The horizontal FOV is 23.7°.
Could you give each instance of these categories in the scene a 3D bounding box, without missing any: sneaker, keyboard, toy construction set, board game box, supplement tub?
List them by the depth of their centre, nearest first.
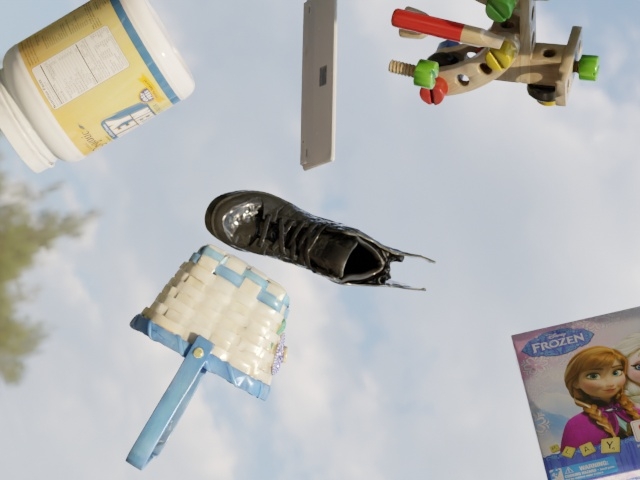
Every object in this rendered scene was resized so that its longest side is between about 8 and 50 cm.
[{"bbox_3d":[-0.001,0.003,1.208,0.089,0.170,0.051,23,-85,61],"label":"sneaker"},{"bbox_3d":[-0.253,-0.175,1.658,0.144,0.200,0.144,59,2,-3],"label":"supplement tub"},{"bbox_3d":[0.240,-0.269,1.960,0.237,0.309,0.257,16,-68,15],"label":"toy construction set"},{"bbox_3d":[-0.001,-0.228,2.138,0.072,0.014,0.256,-13,-108,47],"label":"keyboard"},{"bbox_3d":[0.475,0.240,2.324,0.318,0.319,0.066,-99,174,-48],"label":"board game box"}]

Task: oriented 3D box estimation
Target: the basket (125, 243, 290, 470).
[{"bbox_3d":[-0.158,0.158,1.963,0.201,0.289,0.255,34,-2,-1],"label":"basket"}]
